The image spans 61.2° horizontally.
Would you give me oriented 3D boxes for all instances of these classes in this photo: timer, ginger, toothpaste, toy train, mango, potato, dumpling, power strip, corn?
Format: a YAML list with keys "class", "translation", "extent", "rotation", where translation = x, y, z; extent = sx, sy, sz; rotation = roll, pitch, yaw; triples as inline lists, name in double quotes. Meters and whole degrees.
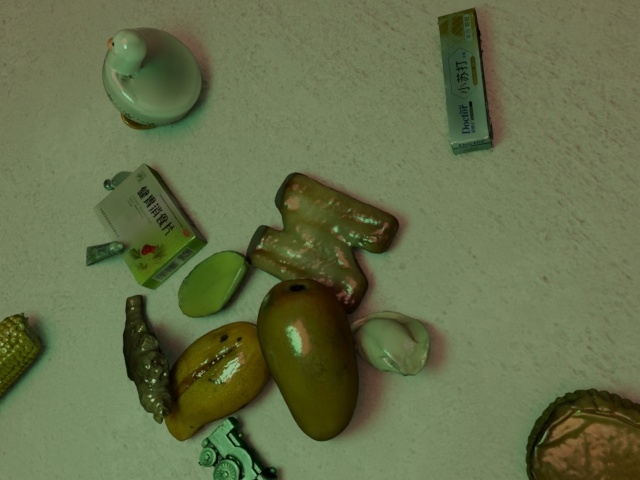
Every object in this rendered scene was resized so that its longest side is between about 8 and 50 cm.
- class: "timer"
  translation: [-0.401, -0.400, 1.299]
  extent: [0.240, 0.233, 0.234]
  rotation: [-21, 62, 58]
- class: "ginger"
  translation: [-0.381, 0.252, 1.154]
  extent: [0.333, 0.080, 0.166]
  rotation: [32, 113, 52]
- class: "toothpaste"
  translation: [-0.521, 0.027, 1.294]
  extent: [0.197, 0.029, 0.048]
  rotation: [-11, 77, 44]
- class: "toothpaste"
  translation: [0.311, -0.342, 1.166]
  extent: [0.089, 0.071, 0.313]
  rotation: [-7, 74, 19]
- class: "toy train"
  translation: [-0.163, 0.452, 1.086]
  extent: [0.104, 0.071, 0.178]
  rotation: [-46, 68, -3]
- class: "mango"
  translation: [-0.224, 0.287, 1.122]
  extent: [0.294, 0.120, 0.177]
  rotation: [-39, 66, 3]
- class: "potato"
  translation: [-0.230, 0.096, 1.203]
  extent: [0.198, 0.054, 0.119]
  rotation: [-48, 66, 12]
- class: "dumpling"
  translation: [0.136, 0.185, 1.057]
  extent: [0.134, 0.169, 0.100]
  rotation: [-38, 109, -26]
- class: "mango"
  translation: [-0.018, 0.228, 1.032]
  extent: [0.172, 0.211, 0.318]
  rotation: [-14, 88, -20]
- class: "power strip"
  translation: [-0.511, -0.147, 1.383]
  extent: [0.083, 0.035, 0.055]
  rotation: [-15, 71, -1]
- class: "corn"
  translation: [-0.819, 0.339, 1.282]
  extent: [0.387, 0.144, 0.144]
  rotation: [-41, 68, -1]

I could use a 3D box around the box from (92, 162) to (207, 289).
- class: "box"
  translation: [-0.414, -0.036, 1.301]
  extent: [0.175, 0.062, 0.260]
  rotation: [-41, 67, 3]

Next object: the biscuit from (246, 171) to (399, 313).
- class: "biscuit"
  translation: [0.000, 0.000, 1.165]
  extent: [0.290, 0.062, 0.237]
  rotation: [24, 84, 23]

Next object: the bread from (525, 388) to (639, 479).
- class: "bread"
  translation: [0.470, 0.370, 0.880]
  extent: [0.253, 0.142, 0.228]
  rotation: [26, 82, 19]
